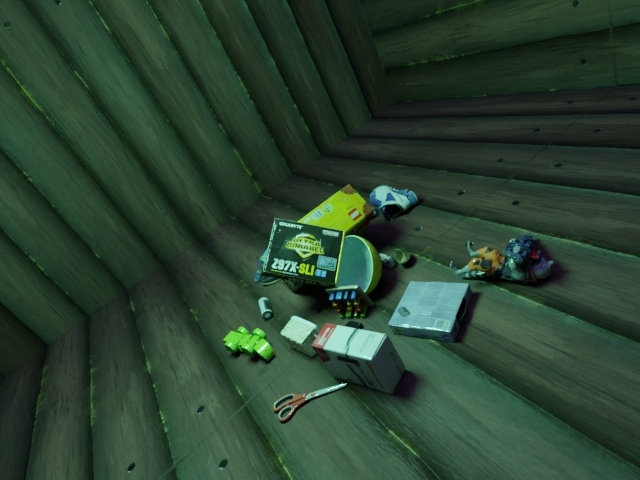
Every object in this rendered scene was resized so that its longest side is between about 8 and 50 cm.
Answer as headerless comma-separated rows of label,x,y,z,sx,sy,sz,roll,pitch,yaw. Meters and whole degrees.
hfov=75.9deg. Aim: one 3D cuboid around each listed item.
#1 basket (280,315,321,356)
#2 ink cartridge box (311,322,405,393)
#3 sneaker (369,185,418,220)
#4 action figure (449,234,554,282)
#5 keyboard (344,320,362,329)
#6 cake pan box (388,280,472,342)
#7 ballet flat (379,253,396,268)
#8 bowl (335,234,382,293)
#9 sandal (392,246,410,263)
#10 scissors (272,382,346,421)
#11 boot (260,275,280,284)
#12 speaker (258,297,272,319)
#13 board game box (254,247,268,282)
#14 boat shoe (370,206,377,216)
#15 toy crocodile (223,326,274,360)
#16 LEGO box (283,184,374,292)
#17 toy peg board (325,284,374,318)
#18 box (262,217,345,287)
basket,-0.074,0.409,1.749,0.167,0.113,0.103,11,51,50
ink cartridge box,0.134,0.414,1.455,0.272,0.197,0.114,-1,40,42
sneaker,0.379,-0.212,2.349,0.182,0.127,0.315,-41,32,-26
action figure,0.718,0.081,1.581,0.330,0.179,0.341,8,17,40
keyboard,0.106,0.405,1.686,0.180,0.023,0.108,-45,26,-27
cake pan box,0.428,0.263,1.577,0.266,0.070,0.246,-3,39,40
ballet flat,0.291,0.086,1.999,0.070,0.070,0.188,-44,31,-26
bowl,0.190,0.126,1.892,0.156,0.290,0.289,5,4,-39
sandal,0.388,0.079,1.948,0.072,0.049,0.180,-21,14,4
scissors,-0.045,0.577,1.536,0.297,0.021,0.109,-31,26,-1
boot,-0.258,0.138,2.292,0.236,0.179,0.085,-22,29,11
speaker,-0.282,0.348,2.101,0.055,0.055,0.136,-30,27,-2
board game box,-0.324,0.134,2.372,0.035,0.201,0.136,26,46,4
boat shoe,0.281,-0.181,2.463,0.083,0.065,0.183,-25,35,4
toy crocodile,-0.338,0.479,1.901,0.340,0.105,0.115,-6,36,45
LEGO box,0.000,0.000,2.069,0.500,0.193,0.372,-38,-15,-16
toy peg board,0.121,0.271,1.763,0.161,0.161,0.079,-10,49,32
box,-0.070,0.055,1.804,0.322,0.079,0.257,11,70,0
